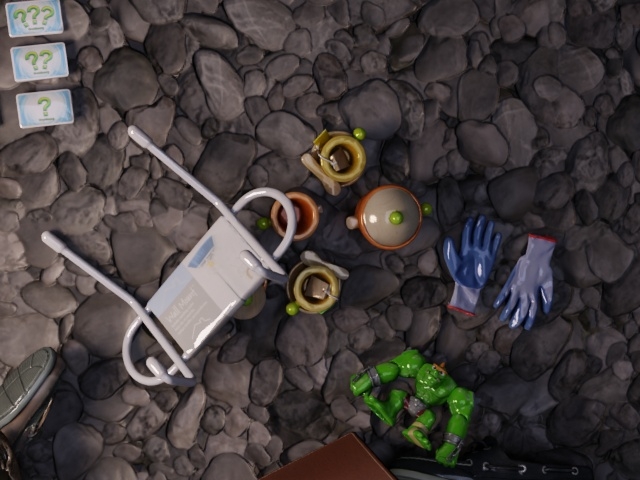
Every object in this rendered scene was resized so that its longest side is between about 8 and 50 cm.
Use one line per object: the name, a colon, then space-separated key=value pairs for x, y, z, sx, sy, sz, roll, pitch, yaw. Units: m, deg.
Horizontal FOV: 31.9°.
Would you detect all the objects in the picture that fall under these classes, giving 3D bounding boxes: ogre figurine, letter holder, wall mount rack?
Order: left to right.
wall mount rack: x=-0.214 y=0.024 z=1.573 sx=0.350 sy=0.130 sz=0.304 roll=-48 pitch=63 yaw=9
letter holder: x=0.014 y=0.413 z=1.572 sx=0.214 sy=0.302 sz=0.152 roll=-24 pitch=98 yaw=-9
ogre figurine: x=0.150 y=0.238 z=1.687 sx=0.118 sy=0.197 sz=0.097 roll=-46 pitch=138 yaw=-18

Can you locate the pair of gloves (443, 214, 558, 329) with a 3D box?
pair of gloves: x=0.278 y=0.050 z=1.745 sx=0.198 sy=0.023 sz=0.159 roll=15 pitch=89 yaw=-13

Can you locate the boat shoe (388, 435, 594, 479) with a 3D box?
boat shoe: x=0.268 y=0.358 z=1.720 sx=0.339 sy=0.127 sz=0.113 roll=11 pitch=64 yaw=-1

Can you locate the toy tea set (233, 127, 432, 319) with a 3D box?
toy tea set: x=0.000 y=0.000 z=1.632 sx=0.200 sy=0.124 sz=0.336 roll=42 pitch=85 yaw=-11

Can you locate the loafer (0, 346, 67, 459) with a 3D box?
loafer: x=-0.440 y=0.270 z=1.590 sx=0.084 sy=0.096 sz=0.267 roll=39 pitch=93 yaw=-31

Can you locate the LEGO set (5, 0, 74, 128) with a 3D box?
LEGO set: x=-0.475 y=-0.243 z=1.556 sx=0.244 sy=0.060 sz=0.183 roll=-6 pitch=91 yaw=-11

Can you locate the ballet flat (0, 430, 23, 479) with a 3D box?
ballet flat: x=-0.435 y=0.369 z=1.557 sx=0.084 sy=0.058 sz=0.250 roll=-18 pitch=125 yaw=-21
